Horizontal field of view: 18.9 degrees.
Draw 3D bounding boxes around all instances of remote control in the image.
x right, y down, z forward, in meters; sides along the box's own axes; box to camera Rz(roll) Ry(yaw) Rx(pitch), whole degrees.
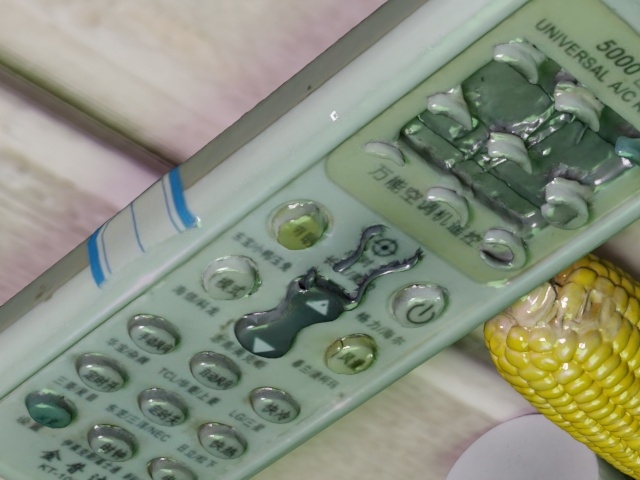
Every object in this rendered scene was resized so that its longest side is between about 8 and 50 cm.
[{"bbox_3d":[0.000,0.000,0.717,0.335,0.065,0.128,-36,127,27],"label":"remote control"}]

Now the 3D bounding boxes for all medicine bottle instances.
[{"bbox_3d":[0.136,0.159,0.882,0.086,0.086,0.183,-30,131,23],"label":"medicine bottle"}]

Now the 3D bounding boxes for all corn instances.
[{"bbox_3d":[0.138,0.066,0.800,0.067,0.067,0.206,-32,130,25],"label":"corn"}]
